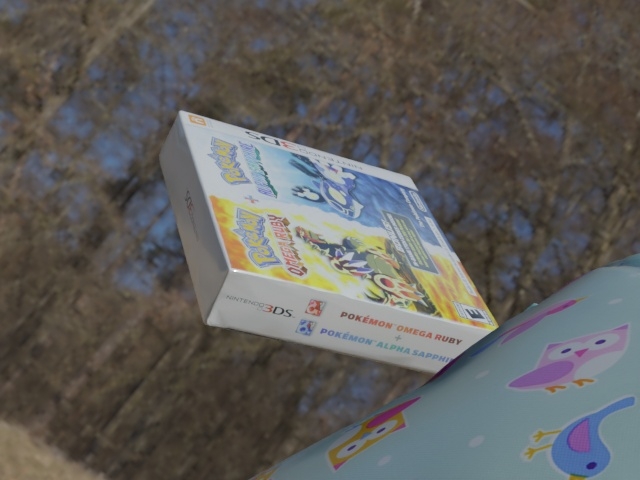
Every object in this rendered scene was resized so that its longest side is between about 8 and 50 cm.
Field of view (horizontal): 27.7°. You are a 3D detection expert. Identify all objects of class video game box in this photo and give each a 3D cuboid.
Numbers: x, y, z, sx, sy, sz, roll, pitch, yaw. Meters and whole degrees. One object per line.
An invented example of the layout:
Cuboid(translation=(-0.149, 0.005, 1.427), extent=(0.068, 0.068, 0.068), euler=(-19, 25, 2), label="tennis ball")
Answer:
Cuboid(translation=(0.000, 0.000, 0.841), extent=(0.187, 0.048, 0.205), euler=(12, 28, -23), label="video game box")

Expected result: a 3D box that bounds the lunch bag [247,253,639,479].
Cuboid(translation=(0.072, 0.114, 0.415), extent=(0.160, 0.223, 0.262), euler=(58, -7, -20), label="lunch bag")
